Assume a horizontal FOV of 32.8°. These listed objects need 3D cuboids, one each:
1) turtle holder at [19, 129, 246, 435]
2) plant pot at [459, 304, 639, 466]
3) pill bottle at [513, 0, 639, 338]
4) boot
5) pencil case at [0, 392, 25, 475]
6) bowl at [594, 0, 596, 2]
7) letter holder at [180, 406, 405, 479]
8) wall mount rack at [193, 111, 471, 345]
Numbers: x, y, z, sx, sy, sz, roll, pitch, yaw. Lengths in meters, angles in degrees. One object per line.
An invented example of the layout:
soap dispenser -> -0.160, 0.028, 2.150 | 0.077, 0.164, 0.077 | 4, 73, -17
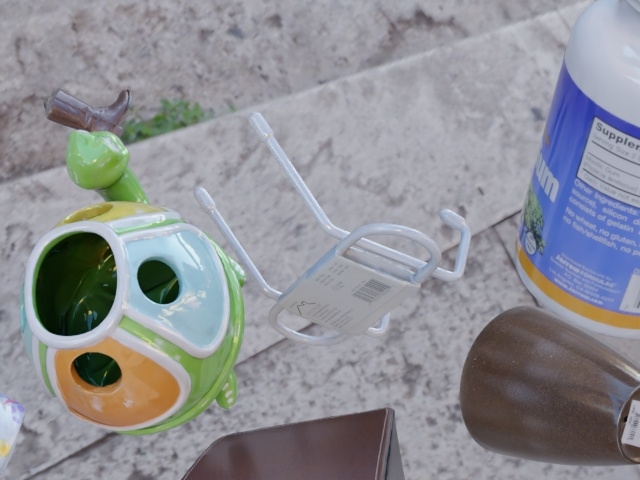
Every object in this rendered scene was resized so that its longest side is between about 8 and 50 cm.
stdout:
turtle holder -> -0.208, 0.047, 1.208 | 0.227, 0.243, 0.320 | 47, 58, -63
plant pot -> 0.341, 0.213, 1.444 | 0.215, 0.230, 0.215 | -6, 101, -33
pill bottle -> 0.231, -0.077, 0.742 | 0.152, 0.272, 0.152 | 4, 40, -3
boot -> -0.338, -0.199, 1.577 | 0.114, 0.037, 0.106 | 23, 52, -18
pencil case -> -0.409, 0.144, 0.986 | 0.273, 0.113, 0.124 | 34, 87, -24
bowl -> 0.506, -0.267, 1.367 | 0.289, 0.289, 0.156 | 15, 52, -34
letter holder -> -0.027, 0.290, 1.057 | 0.302, 0.214, 0.152 | -54, 135, -80
wall mount rack -> 0.000, 0.000, 1.341 | 0.304, 0.350, 0.130 | 23, 58, -15
